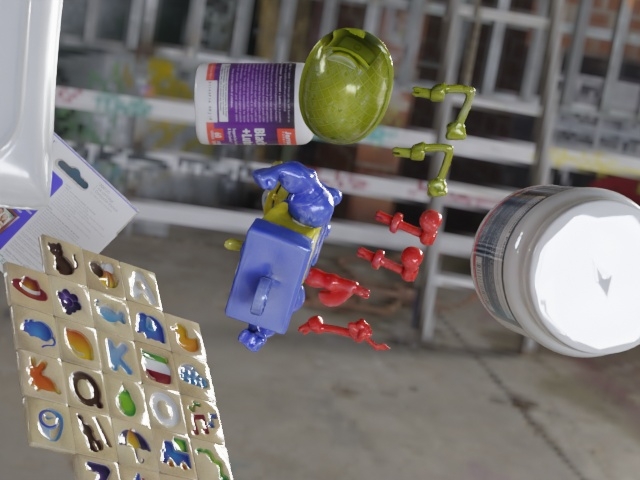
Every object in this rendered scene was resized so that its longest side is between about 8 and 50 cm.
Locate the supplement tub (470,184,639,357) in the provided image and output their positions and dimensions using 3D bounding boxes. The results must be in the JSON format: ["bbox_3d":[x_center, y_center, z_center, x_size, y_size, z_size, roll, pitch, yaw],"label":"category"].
[{"bbox_3d":[0.290,0.032,1.780,0.191,0.191,0.272,8,2,-7],"label":"supplement tub"}]

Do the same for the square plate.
[{"bbox_3d":[-0.463,-0.219,1.712,0.344,0.347,0.049,5,-9,-13],"label":"square plate"}]

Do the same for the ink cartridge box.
[{"bbox_3d":[-0.389,-0.044,2.129,0.206,0.208,0.045,44,16,-9],"label":"ink cartridge box"}]

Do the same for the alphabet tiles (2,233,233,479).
[{"bbox_3d":[-0.223,0.154,1.708,0.285,0.011,0.342,21,42,-42],"label":"alphabet tiles"}]

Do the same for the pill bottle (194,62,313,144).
[{"bbox_3d":[-0.063,-0.178,2.000,0.193,0.108,0.108,0,14,3],"label":"pill bottle"}]

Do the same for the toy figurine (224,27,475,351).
[{"bbox_3d":[0.000,0.000,1.512,0.191,0.362,0.217,25,33,8],"label":"toy figurine"}]
